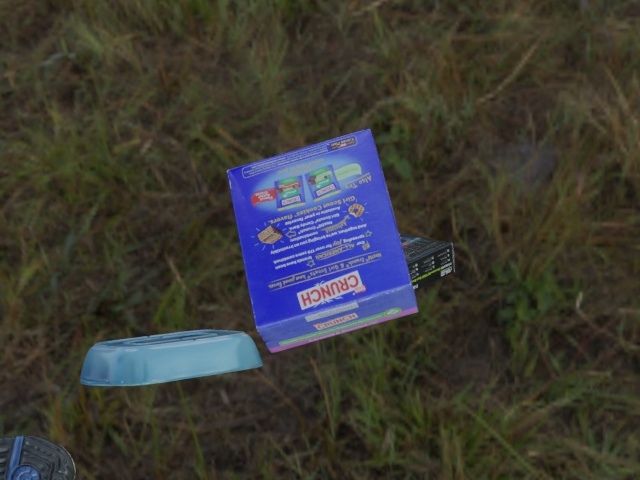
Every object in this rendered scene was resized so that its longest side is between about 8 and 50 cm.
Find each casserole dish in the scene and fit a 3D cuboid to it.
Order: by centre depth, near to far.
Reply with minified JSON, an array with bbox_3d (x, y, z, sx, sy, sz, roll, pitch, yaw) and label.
[{"bbox_3d":[-0.144,0.111,1.085,0.188,0.037,0.114,-3,1,-40],"label":"casserole dish"}]

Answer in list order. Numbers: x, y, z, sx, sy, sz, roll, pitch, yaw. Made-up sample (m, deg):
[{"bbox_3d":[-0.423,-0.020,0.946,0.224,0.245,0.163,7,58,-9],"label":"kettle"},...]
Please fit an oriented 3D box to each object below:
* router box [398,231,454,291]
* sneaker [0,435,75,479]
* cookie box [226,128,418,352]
[{"bbox_3d":[0.077,0.030,1.258,0.122,0.038,0.092,-22,24,-37],"label":"router box"},{"bbox_3d":[-0.260,0.210,0.767,0.211,0.081,0.080,-37,77,-12],"label":"sneaker"},{"bbox_3d":[0.000,0.000,0.647,0.091,0.040,0.107,-16,60,6],"label":"cookie box"}]
